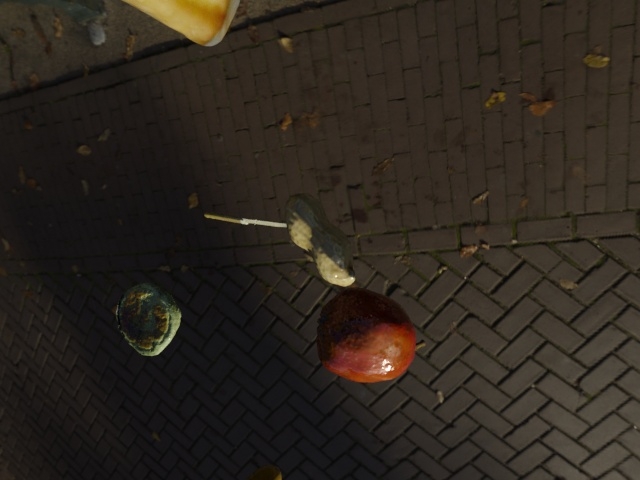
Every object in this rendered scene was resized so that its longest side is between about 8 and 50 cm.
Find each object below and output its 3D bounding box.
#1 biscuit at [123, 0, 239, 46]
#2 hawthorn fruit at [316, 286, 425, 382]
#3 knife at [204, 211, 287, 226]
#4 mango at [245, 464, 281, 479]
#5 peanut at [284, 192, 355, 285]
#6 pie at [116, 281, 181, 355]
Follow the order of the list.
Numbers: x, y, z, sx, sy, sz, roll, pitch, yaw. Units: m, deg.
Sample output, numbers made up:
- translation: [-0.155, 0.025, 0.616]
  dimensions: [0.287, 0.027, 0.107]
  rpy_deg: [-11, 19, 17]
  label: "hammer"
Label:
- translation: [-0.172, -0.358, 0.422]
  dimensions: [0.062, 0.290, 0.237]
  rpy_deg: [37, 108, 32]
  label: "biscuit"
- translation: [0.118, 0.209, 0.933]
  dimensions: [0.253, 0.205, 0.205]
  rpy_deg: [15, 113, -9]
  label: "hawthorn fruit"
- translation: [-0.191, -0.053, 1.142]
  dimensions: [0.297, 0.047, 0.017]
  rpy_deg: [10, 74, 22]
  label: "knife"
- translation: [-0.163, 0.664, 1.114]
  dimensions: [0.089, 0.163, 0.111]
  rpy_deg: [-13, 137, 38]
  label: "mango"
- translation: [0.000, 0.000, 0.765]
  dimensions: [0.082, 0.082, 0.187]
  rpy_deg: [-41, 86, 25]
  label: "peanut"
- translation: [-0.538, 0.245, 1.339]
  dimensions: [0.240, 0.054, 0.241]
  rpy_deg: [2, 95, 22]
  label: "pie"
